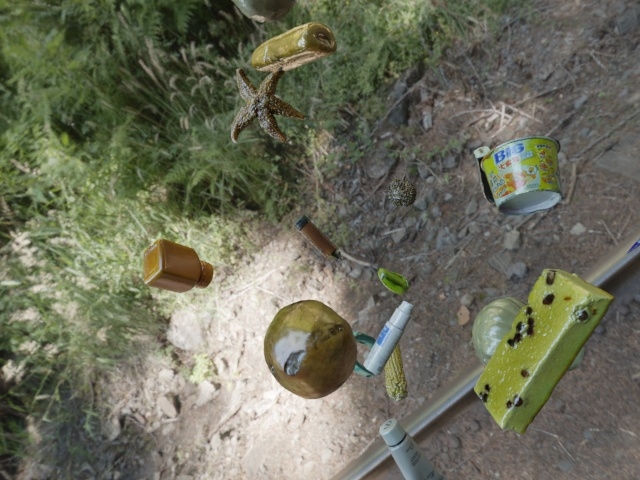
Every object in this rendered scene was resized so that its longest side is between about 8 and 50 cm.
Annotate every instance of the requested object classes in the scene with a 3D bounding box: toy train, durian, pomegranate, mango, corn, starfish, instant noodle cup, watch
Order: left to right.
[{"bbox_3d":[-0.153,-0.351,1.058,0.241,0.227,0.043,-53,-4,-3],"label":"starfish"},{"bbox_3d":[-0.029,0.312,1.156,0.281,0.281,0.281,-31,36,26],"label":"pomegranate"},{"bbox_3d":[0.200,0.544,1.925,0.068,0.237,0.195,-33,39,41],"label":"watch"},{"bbox_3d":[0.332,0.187,1.851,0.074,0.165,0.091,-53,5,40],"label":"mango"},{"bbox_3d":[0.298,0.512,1.613,0.086,0.086,0.288,-32,32,25],"label":"corn"},{"bbox_3d":[0.220,-0.131,1.072,0.080,0.080,0.091,-130,43,-58],"label":"durian"},{"bbox_3d":[0.592,-0.225,1.433,0.055,0.252,0.048,-23,46,11],"label":"toy train"},{"bbox_3d":[0.552,-0.164,1.093,0.204,0.204,0.153,-17,66,40],"label":"instant noodle cup"}]

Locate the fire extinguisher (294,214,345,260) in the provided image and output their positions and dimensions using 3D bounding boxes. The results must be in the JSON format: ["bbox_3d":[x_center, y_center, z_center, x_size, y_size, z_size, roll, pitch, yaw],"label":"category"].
[{"bbox_3d":[0.000,0.000,0.555,0.022,0.083,0.028,-43,-3,-30],"label":"fire extinguisher"}]

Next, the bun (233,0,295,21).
[{"bbox_3d":[-0.149,-0.589,0.945,0.113,0.173,0.167,-38,28,44],"label":"bun"}]

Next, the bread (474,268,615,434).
[{"bbox_3d":[0.466,0.235,0.871,0.138,0.077,0.362,-108,35,-66],"label":"bread"}]

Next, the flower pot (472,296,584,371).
[{"bbox_3d":[0.697,0.333,1.337,0.244,0.307,0.308,-35,28,60],"label":"flower pot"}]

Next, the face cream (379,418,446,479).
[{"bbox_3d":[0.332,0.806,1.472,0.143,0.315,0.089,-34,2,-30],"label":"face cream"}]

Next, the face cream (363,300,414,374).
[{"bbox_3d":[0.118,0.161,0.673,0.130,0.034,0.034,-61,32,3],"label":"face cream"}]

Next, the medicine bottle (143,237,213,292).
[{"bbox_3d":[-0.496,0.100,1.411,0.112,0.222,0.150,-33,54,25],"label":"medicine bottle"}]

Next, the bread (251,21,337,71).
[{"bbox_3d":[-0.084,-0.573,1.199,0.141,0.091,0.305,-21,20,-38],"label":"bread"}]

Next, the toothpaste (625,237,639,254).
[{"bbox_3d":[0.578,-0.003,0.717,0.024,0.083,0.015,-32,64,-26],"label":"toothpaste"}]
